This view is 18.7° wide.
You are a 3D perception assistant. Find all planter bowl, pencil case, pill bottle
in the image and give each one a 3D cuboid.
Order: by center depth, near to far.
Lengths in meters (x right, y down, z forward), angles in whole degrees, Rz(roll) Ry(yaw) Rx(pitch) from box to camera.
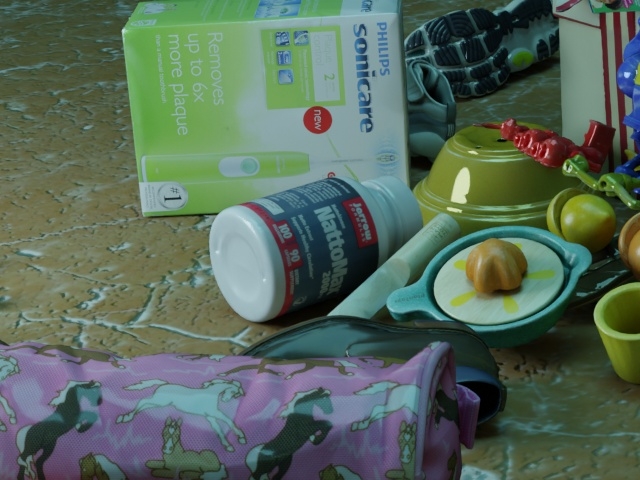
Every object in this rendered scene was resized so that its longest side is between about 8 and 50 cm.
[{"bbox_3d":[-0.089,0.142,1.350,0.386,0.160,0.167,1,55,14],"label":"pencil case"},{"bbox_3d":[0.000,0.000,1.769,0.180,0.108,0.108,-19,25,-32],"label":"pill bottle"},{"bbox_3d":[0.182,-0.063,1.926,0.217,0.090,0.217,-4,20,1],"label":"planter bowl"}]

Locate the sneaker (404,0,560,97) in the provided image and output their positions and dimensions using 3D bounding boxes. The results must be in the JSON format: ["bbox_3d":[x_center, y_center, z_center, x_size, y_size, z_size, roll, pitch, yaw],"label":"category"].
[{"bbox_3d":[0.188,-0.232,2.403,0.275,0.107,0.110,-18,5,-43],"label":"sneaker"}]

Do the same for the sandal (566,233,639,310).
[{"bbox_3d":[0.262,0.027,1.719,0.180,0.049,0.072,-23,37,-15],"label":"sandal"}]

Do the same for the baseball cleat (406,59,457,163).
[{"bbox_3d":[0.085,-0.155,2.163,0.072,0.109,0.206,-4,21,-41],"label":"baseball cleat"}]

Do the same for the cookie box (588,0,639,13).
[{"bbox_3d":[0.317,-0.257,1.840,0.107,0.040,0.092,1,41,37],"label":"cookie box"}]

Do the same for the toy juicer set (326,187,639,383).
[{"bbox_3d":[0.164,0.014,1.655,0.329,0.089,0.209,4,42,25],"label":"toy juicer set"}]

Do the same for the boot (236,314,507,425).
[{"bbox_3d":[0.038,0.110,1.510,0.219,0.082,0.106,-7,18,-12],"label":"boot"}]

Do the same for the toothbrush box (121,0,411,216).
[{"bbox_3d":[-0.051,-0.145,2.024,0.283,0.206,0.122,-2,20,3],"label":"toothbrush box"}]

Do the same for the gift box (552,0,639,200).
[{"bbox_3d":[0.380,-0.176,1.948,0.276,0.258,0.255,-17,24,-32],"label":"gift box"}]

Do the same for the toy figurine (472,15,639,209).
[{"bbox_3d":[0.303,-0.145,1.698,0.191,0.217,0.362,16,8,-18],"label":"toy figurine"}]
